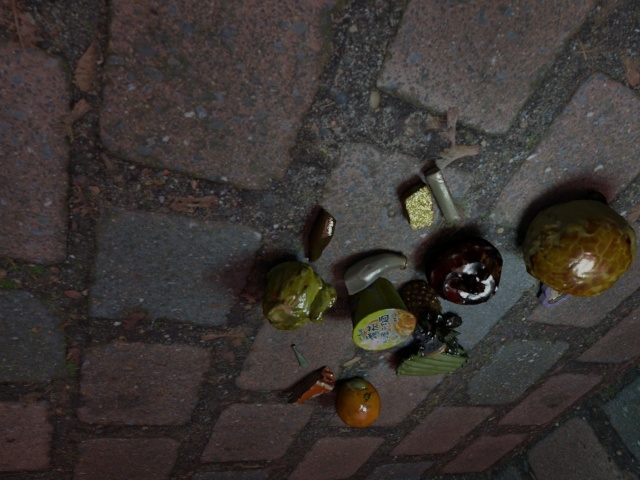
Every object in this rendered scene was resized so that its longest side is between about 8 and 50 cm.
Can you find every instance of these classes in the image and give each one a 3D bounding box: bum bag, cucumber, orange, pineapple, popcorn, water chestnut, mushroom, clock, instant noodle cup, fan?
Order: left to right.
[{"bbox_3d":[-0.088,0.215,1.536,0.277,0.225,0.276,-5,134,-6],"label":"popcorn"},{"bbox_3d":[-0.098,0.544,1.962,0.038,0.016,0.193,-20,133,-1],"label":"fan"},{"bbox_3d":[0.192,0.837,2.144,0.240,0.240,0.240,-7,132,-8],"label":"orange"},{"bbox_3d":[0.215,0.110,1.612,0.270,0.103,0.118,-23,132,-2],"label":"mushroom"},{"bbox_3d":[0.231,0.294,1.705,0.265,0.200,0.264,-7,131,-8],"label":"instant noodle cup"},{"bbox_3d":[0.451,0.321,1.697,0.169,0.340,0.169,-9,130,-11],"label":"pineapple"},{"bbox_3d":[0.568,0.419,1.997,0.233,0.060,0.106,-28,133,10],"label":"bum bag"},{"bbox_3d":[0.564,0.134,1.608,0.300,0.300,0.300,-7,132,-8],"label":"water chestnut"},{"bbox_3d":[1.126,0.228,1.976,0.172,0.064,0.198,-17,132,0],"label":"clock"},{"bbox_3d":[1.118,-0.130,1.665,0.069,0.069,0.227,-40,132,19],"label":"cucumber"}]

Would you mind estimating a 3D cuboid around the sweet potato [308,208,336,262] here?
[{"bbox_3d":[0.000,0.000,1.474,0.077,0.077,0.243,5,127,-19],"label":"sweet potato"}]

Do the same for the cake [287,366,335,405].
[{"bbox_3d":[-0.043,0.750,2.099,0.287,0.098,0.135,-34,130,15],"label":"cake"}]

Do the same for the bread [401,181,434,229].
[{"bbox_3d":[0.344,-0.122,1.467,0.103,0.065,0.187,-22,134,6],"label":"bread"}]

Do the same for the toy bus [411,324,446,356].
[{"bbox_3d":[0.485,0.423,1.888,0.126,0.209,0.136,-29,142,9],"label":"toy bus"}]

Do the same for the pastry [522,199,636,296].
[{"bbox_3d":[0.981,0.042,1.588,0.389,0.312,0.388,3,136,3],"label":"pastry"}]

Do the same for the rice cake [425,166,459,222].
[{"bbox_3d":[0.433,-0.156,1.467,0.057,0.052,0.256,-28,131,14],"label":"rice cake"}]

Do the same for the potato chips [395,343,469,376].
[{"bbox_3d":[0.585,0.625,2.150,0.429,0.070,0.358,17,131,-32],"label":"potato chips"}]
